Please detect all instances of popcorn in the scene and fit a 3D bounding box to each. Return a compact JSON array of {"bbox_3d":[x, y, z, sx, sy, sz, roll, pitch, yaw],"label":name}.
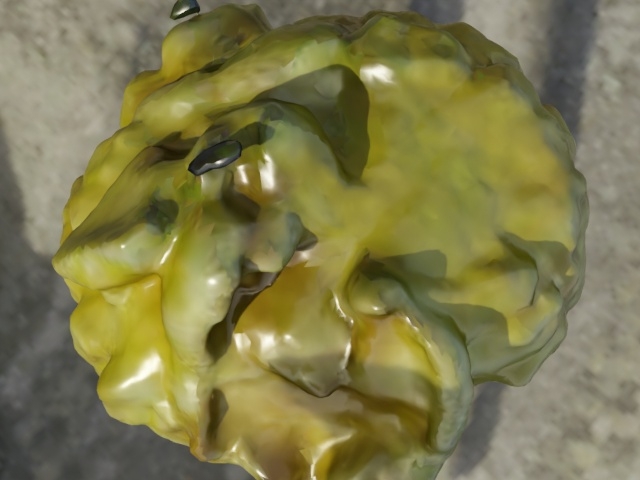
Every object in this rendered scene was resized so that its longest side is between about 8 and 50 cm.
[{"bbox_3d":[-0.002,0.001,0.763,0.189,0.218,0.169,-71,146,-45],"label":"popcorn"}]
